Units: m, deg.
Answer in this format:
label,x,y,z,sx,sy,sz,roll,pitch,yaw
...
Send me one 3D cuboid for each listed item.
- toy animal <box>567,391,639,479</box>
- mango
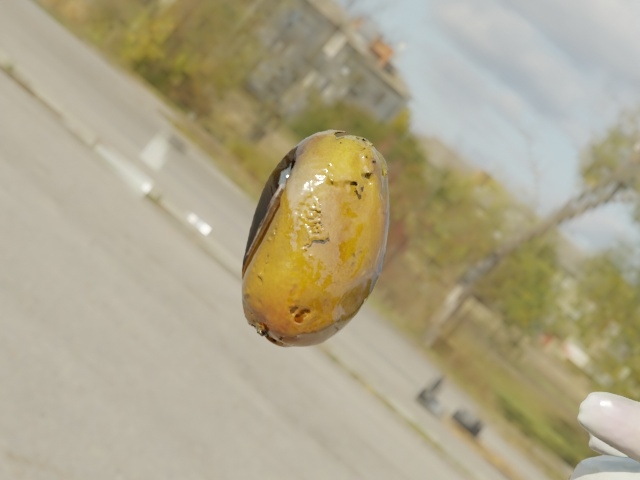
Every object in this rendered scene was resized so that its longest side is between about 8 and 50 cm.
label,x,y,z,sx,sy,sz,roll,pitch,yaw
toy animal,0.217,0.159,1.183,0.138,0.282,0.140,39,0,24
mango,0.000,0.000,1.982,0.151,0.248,0.156,16,-6,9
